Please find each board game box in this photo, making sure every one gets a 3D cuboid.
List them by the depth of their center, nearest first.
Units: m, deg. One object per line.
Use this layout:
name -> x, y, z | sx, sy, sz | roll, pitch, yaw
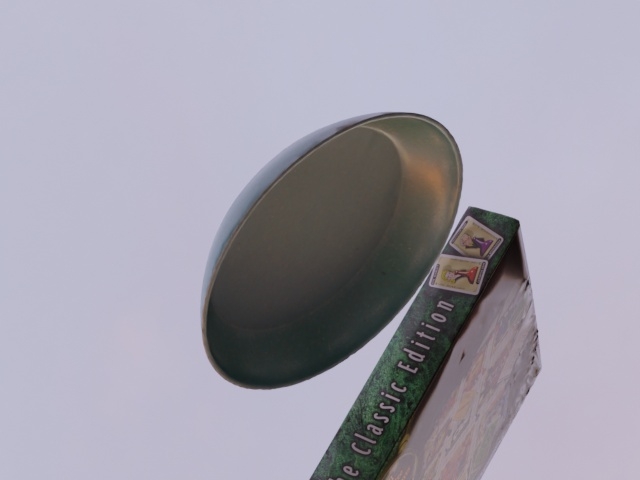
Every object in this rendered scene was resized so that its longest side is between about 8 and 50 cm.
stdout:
board game box -> 0.021, 0.123, 0.781 | 0.259, 0.030, 0.136 | -58, -22, -23

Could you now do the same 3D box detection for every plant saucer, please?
plant saucer -> 0.000, 0.000, 0.667 | 0.119, 0.021, 0.119 | -30, -38, -27
